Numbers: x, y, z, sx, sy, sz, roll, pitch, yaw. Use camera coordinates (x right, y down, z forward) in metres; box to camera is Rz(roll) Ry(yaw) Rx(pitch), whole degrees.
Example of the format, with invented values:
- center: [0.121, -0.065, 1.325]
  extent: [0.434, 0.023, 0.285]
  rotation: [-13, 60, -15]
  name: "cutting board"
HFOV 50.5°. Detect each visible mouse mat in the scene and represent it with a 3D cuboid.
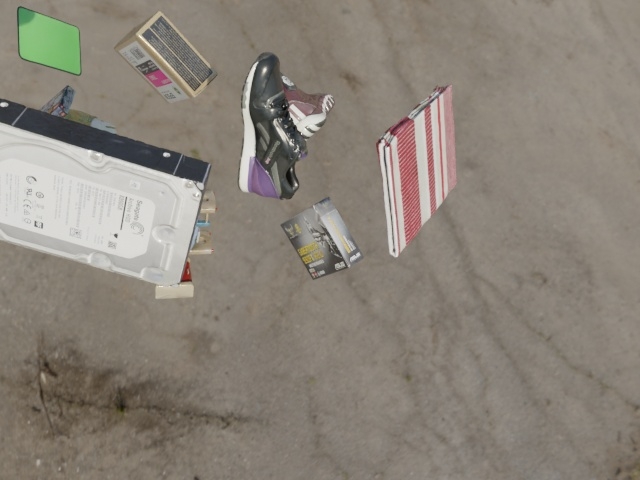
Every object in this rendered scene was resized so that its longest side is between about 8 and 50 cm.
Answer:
- center: [-0.744, -0.546, 1.867]
  extent: [0.190, 0.007, 0.152]
  rotation: [6, 75, -52]
  name: "mouse mat"

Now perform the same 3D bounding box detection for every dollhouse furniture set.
- center: [-0.271, 0.004, 1.366]
  extent: [0.129, 0.129, 0.183]
  rotation: [-2, 44, -16]
  name: "dollhouse furniture set"

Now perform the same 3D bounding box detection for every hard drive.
- center: [-0.355, -0.062, 1.030]
  extent: [0.339, 0.237, 0.064]
  rotation: [17, 41, -9]
  name: "hard drive"

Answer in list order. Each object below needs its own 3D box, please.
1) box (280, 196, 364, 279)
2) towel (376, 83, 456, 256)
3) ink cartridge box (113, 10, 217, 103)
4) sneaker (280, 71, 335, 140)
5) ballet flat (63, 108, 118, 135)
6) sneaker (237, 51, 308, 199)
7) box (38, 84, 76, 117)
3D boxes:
- center: [0.000, 0.000, 1.786]
  extent: [0.056, 0.231, 0.183]
  rotation: [-33, 94, -27]
  name: "box"
- center: [0.196, -0.146, 1.338]
  extent: [0.037, 0.237, 0.329]
  rotation: [8, 33, 29]
  name: "towel"
- center: [-0.376, -0.432, 1.631]
  extent: [0.088, 0.235, 0.193]
  rotation: [-50, 115, -15]
  name: "ink cartridge box"
- center: [-0.060, -0.308, 1.430]
  extent: [0.162, 0.106, 0.281]
  rotation: [44, 14, -13]
  name: "sneaker"
- center: [-0.578, -0.262, 1.801]
  extent: [0.123, 0.348, 0.123]
  rotation: [-1, 79, 4]
  name: "ballet flat"
- center: [-0.075, -0.209, 1.273]
  extent: [0.124, 0.283, 0.107]
  rotation: [16, 36, 14]
  name: "sneaker"
- center: [-0.621, -0.286, 1.550]
  extent: [0.027, 0.137, 0.094]
  rotation: [42, 28, -35]
  name: "box"
